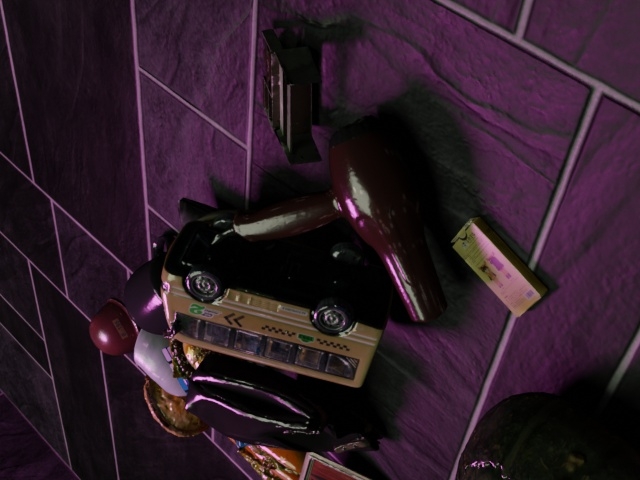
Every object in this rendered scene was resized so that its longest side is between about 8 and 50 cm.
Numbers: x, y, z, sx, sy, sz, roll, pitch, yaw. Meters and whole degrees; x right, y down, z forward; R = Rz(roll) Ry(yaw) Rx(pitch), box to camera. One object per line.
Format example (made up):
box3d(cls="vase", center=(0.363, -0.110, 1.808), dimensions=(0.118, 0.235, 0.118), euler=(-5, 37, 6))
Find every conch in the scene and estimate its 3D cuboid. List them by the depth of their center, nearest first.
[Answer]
box3d(cls="conch", center=(-0.332, 0.262, 2.078), dimensions=(0.120, 0.221, 0.185), euler=(-24, 56, 22))

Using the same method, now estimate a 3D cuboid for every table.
box3d(cls="table", center=(-0.045, -0.228, 1.396), dimensions=(0.175, 0.062, 0.146), euler=(-110, 16, -47))

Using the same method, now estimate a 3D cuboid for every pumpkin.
box3d(cls="pumpkin", center=(0.344, 0.375, 1.243), dimensions=(0.327, 0.257, 0.292), euler=(24, 128, 32))

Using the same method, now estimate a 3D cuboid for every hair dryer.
box3d(cls="hair dryer", center=(0.000, 0.000, 1.346), dimensions=(0.340, 0.123, 0.313), euler=(-16, 98, 17))

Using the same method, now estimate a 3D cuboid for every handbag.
box3d(cls="handbag", center=(-0.054, 0.340, 1.733), dimensions=(0.287, 0.152, 0.342), euler=(6, 166, 41))

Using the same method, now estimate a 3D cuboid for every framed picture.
box3d(cls="framed picture", center=(0.047, 0.562, 1.924), dimensions=(0.216, 0.016, 0.273), euler=(23, 139, 10))

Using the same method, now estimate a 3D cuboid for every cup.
box3d(cls="cup", center=(-0.338, 0.087, 1.976), dimensions=(0.176, 0.169, 0.223), euler=(-39, 54, 53))

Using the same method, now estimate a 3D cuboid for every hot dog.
box3d(cls="hot dog", center=(-0.134, 0.470, 2.071), dimensions=(0.337, 0.100, 0.135), euler=(32, 139, 33))

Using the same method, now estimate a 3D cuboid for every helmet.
box3d(cls="helmet", center=(-0.571, 0.261, 2.455), dimensions=(0.155, 0.106, 0.175), euler=(-6, 117, 54))

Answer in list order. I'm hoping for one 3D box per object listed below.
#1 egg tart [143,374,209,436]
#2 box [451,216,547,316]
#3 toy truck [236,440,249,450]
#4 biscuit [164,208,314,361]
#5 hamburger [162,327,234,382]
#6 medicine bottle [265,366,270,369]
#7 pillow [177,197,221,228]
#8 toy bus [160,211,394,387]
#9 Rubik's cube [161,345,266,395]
box3d(cls="egg tart", center=(-0.336, 0.380, 2.193), dimensions=(0.090, 0.212, 0.213), euler=(-44, 79, 25))
box3d(cls="box", center=(0.255, 0.037, 1.282), dimensions=(0.149, 0.020, 0.073), euler=(49, 147, 11))
box3d(cls="toy truck", center=(-0.142, 0.399, 1.931), dimensions=(0.067, 0.175, 0.081), euler=(-13, 88, 13))
box3d(cls="biscuit", center=(-0.135, 0.088, 1.652), dimensions=(0.331, 0.103, 0.332), euler=(11, 126, 15))
box3d(cls="hamburger", center=(-0.232, 0.203, 1.815), dimensions=(0.093, 0.164, 0.190), euler=(-18, 86, 39))
box3d(cls="medicine bottle", center=(-0.141, 0.323, 1.966), dimensions=(0.057, 0.089, 0.057), euler=(32, 140, 31))
box3d(cls="pillow", center=(-0.196, 0.042, 1.787), dimensions=(0.186, 0.106, 0.250), euler=(20, 135, 35))
box3d(cls="toy bus", center=(-0.075, 0.103, 1.466), dimensions=(0.365, 0.177, 0.202), euler=(15, 127, 2))
box3d(cls="Rubik's cube", center=(-0.230, 0.255, 1.965), dimensions=(0.154, 0.155, 0.151), euler=(-25, 95, 56))
